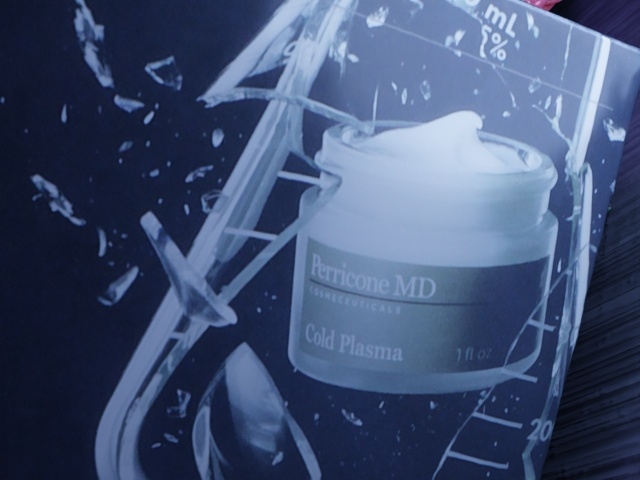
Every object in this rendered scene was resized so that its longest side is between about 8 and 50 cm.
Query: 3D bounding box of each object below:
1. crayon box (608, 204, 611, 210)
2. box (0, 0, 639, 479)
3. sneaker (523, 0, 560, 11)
[{"bbox_3d":[0.196,-0.073,0.805,0.165,0.081,0.279,-48,20,29],"label":"crayon box"},{"bbox_3d":[-0.084,0.031,0.551,0.297,0.479,0.472,-167,91,-70],"label":"box"},{"bbox_3d":[0.291,-0.365,1.034,0.314,0.136,0.116,-54,-32,-45],"label":"sneaker"}]
